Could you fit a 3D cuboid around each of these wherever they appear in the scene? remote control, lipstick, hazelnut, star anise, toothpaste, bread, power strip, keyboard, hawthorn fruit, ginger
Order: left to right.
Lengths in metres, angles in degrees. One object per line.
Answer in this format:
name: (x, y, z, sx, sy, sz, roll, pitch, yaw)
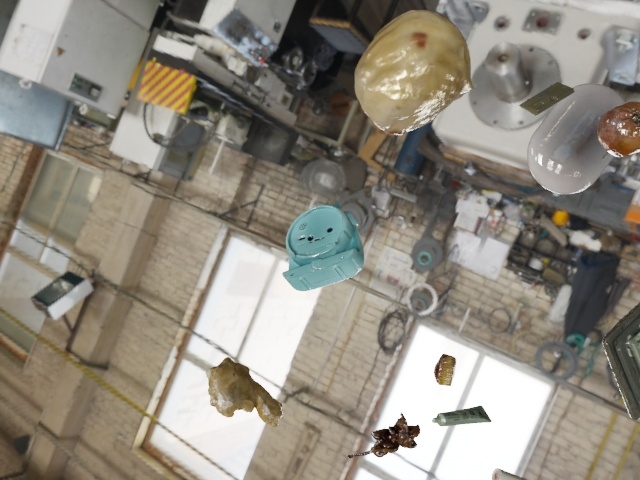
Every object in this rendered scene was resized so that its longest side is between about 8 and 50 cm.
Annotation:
ginger: (-0.141, 0.289, 1.058, 0.165, 0.067, 0.096, 41, -135, -4)
star anise: (0.152, 0.481, 1.383, 0.190, 0.097, 0.070, -14, -143, -8)
hazelnut: (0.203, -0.353, 1.235, 0.241, 0.261, 0.261, 25, -177, 2)
bread: (0.324, 0.337, 1.519, 0.053, 0.085, 0.085, 10, 179, 19)
toothpaste: (0.427, 0.536, 1.764, 0.218, 0.041, 0.064, 3, -143, -29)
lipstick: (0.473, 0.584, 1.389, 0.130, 0.038, 0.038, 26, -178, -12)
keyboard: (0.496, -0.311, 1.272, 0.049, 0.129, 0.015, 40, 152, 38)
remote control: (0.717, -0.282, 1.615, 0.221, 0.332, 0.103, 38, 180, -5)
hawthorn fruit: (0.380, -0.132, 0.733, 0.066, 0.067, 0.103, 23, 171, 13)
power strip: (0.814, 0.271, 1.396, 0.092, 0.257, 0.251, 20, 142, 60)

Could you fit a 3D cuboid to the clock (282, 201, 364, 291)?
clock: (0.000, 0.000, 1.629, 0.094, 0.223, 0.274, 52, -156, -45)
